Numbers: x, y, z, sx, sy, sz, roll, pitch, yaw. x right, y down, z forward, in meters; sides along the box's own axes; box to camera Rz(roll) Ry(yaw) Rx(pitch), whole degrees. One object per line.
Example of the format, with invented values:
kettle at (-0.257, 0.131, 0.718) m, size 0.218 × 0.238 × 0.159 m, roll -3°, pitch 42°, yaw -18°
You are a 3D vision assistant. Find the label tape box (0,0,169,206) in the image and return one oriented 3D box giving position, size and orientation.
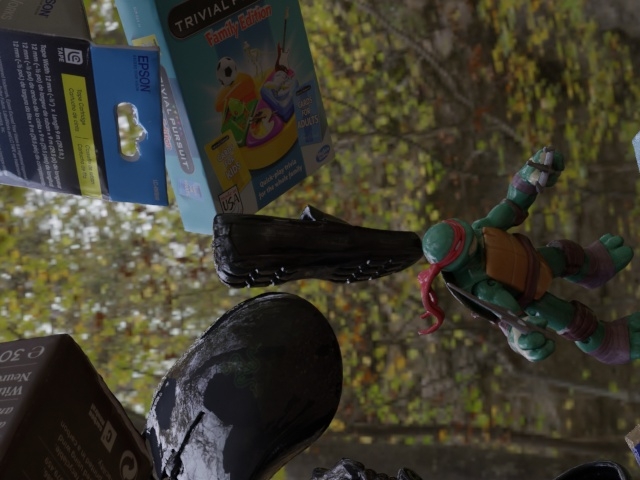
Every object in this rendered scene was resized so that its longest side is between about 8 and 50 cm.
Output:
label tape box at (-0.338, -0.180, 1.271) m, size 0.249 × 0.347 × 0.115 m, roll 95°, pitch -176°, yaw -50°

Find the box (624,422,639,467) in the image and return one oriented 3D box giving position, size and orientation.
box at (0.352, 0.251, 0.901) m, size 0.136 × 0.036 × 0.225 m, roll 7°, pitch -133°, yaw -29°

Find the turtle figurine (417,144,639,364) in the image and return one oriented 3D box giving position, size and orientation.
turtle figurine at (0.158, 0.018, 0.852) m, size 0.234 × 0.118 × 0.175 m, roll 21°, pitch -113°, yaw -38°

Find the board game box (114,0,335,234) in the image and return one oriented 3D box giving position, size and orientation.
board game box at (-0.116, -0.213, 1.472) m, size 0.254 × 0.079 × 0.336 m, roll -39°, pitch -55°, yaw -41°

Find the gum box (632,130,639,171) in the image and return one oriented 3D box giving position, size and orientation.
gum box at (0.442, -0.109, 1.296) m, size 0.041 × 0.184 × 0.157 m, roll 7°, pitch -125°, yaw -13°

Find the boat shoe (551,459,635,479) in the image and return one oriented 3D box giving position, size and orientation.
boat shoe at (0.179, 0.341, 0.980) m, size 0.500 × 0.187 × 0.156 m, roll -23°, pitch -82°, yaw -51°

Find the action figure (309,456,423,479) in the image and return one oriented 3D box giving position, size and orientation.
action figure at (-0.001, 0.279, 0.698) m, size 0.164 × 0.141 × 0.276 m, roll 27°, pitch -89°, yaw -30°

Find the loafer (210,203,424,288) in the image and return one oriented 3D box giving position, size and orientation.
loafer at (0.000, 0.000, 1.102) m, size 0.223 × 0.076 × 0.078 m, roll -1°, pitch -113°, yaw -22°

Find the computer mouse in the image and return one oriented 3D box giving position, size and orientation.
computer mouse at (-0.081, 0.156, 0.855) m, size 0.188 × 0.272 × 0.072 m, roll 47°, pitch -150°, yaw 25°

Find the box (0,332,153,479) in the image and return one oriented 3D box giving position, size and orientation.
box at (-0.251, 0.233, 0.592) m, size 0.381 × 0.191 × 0.143 m, roll -76°, pitch -29°, yaw -47°
